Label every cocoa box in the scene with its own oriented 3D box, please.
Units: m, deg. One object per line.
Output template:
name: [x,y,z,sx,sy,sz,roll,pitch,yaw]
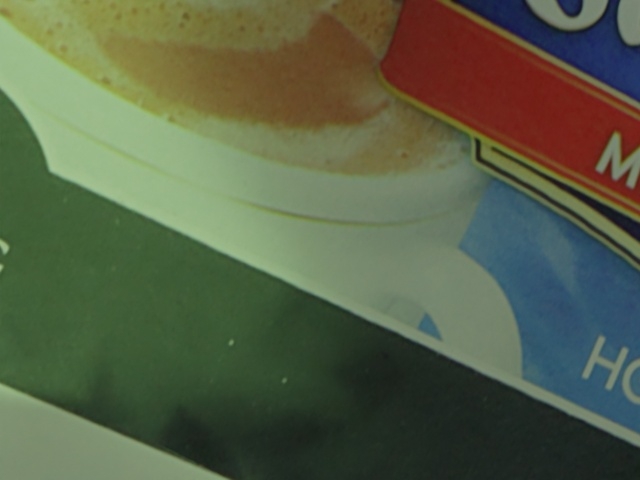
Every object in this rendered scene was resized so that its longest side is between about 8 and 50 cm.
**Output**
cocoa box: [0.000,0.000,0.470,0.347,0.231,0.228,26,86,-20]
